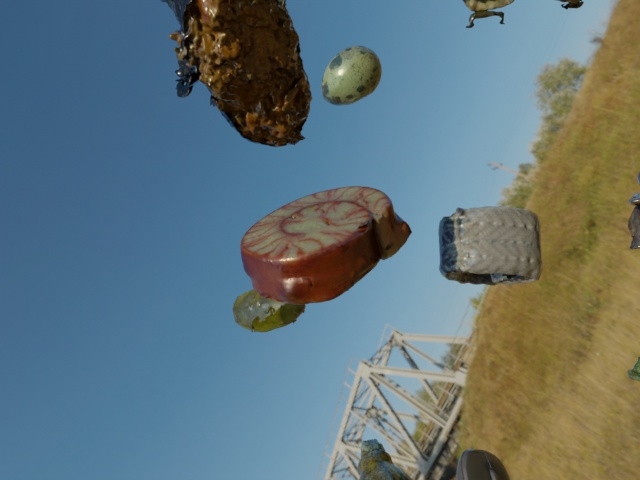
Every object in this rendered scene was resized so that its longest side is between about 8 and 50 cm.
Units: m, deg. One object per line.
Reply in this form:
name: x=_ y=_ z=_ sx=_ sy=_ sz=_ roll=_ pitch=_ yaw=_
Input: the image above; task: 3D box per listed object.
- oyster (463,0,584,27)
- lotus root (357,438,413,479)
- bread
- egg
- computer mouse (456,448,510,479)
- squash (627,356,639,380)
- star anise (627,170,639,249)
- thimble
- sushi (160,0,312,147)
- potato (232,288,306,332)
oyster: x=0.290 y=-0.344 z=0.535 sx=0.198 sy=0.336 sz=0.133 roll=-33 pitch=-55 yaw=-71
lotus root: x=0.116 y=0.469 z=0.681 sx=0.158 sy=0.322 sz=0.140 roll=-3 pitch=-37 yaw=-9
bread: x=-0.004 y=0.001 z=0.900 sx=0.327 sy=0.295 sz=0.114 roll=-37 pitch=-57 yaw=-38
egg: x=0.082 y=-0.447 z=1.210 sx=0.181 sy=0.141 sz=0.141 roll=-35 pitch=-27 yaw=8
computer mouse: x=0.277 y=0.470 z=0.723 sx=0.120 sy=0.057 sz=0.232 roll=22 pitch=-123 yaw=-25
squash: x=0.662 y=0.249 z=0.859 sx=0.105 sy=0.132 sz=0.105 roll=10 pitch=-107 yaw=-36
star anise: x=0.873 y=-0.104 z=1.110 sx=0.331 sy=0.117 sz=0.332 roll=-9 pitch=-76 yaw=-39
thimble: x=0.400 y=0.020 z=1.051 sx=0.245 sy=0.217 sz=0.157 roll=10 pitch=-108 yaw=-26
sushi: x=-0.145 y=-0.309 z=0.767 sx=0.234 sy=0.208 sz=0.348 roll=-23 pitch=-34 yaw=1
potato: x=-0.138 y=0.181 z=1.172 sx=0.090 sy=0.225 sz=0.117 roll=-11 pitch=-91 yaw=-62
